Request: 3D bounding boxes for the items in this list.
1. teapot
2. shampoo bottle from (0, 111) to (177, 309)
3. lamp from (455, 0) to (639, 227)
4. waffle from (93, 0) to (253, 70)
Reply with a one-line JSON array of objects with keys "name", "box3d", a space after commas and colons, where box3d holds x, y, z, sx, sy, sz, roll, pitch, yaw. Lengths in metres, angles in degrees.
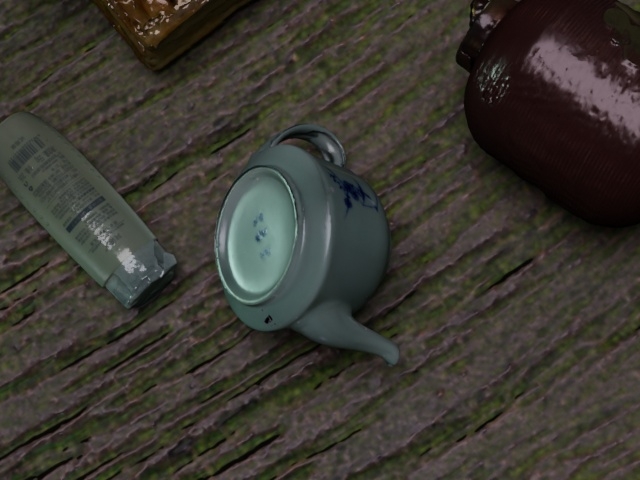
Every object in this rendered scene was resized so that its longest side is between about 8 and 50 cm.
[{"name": "teapot", "box3d": [0.000, 0.000, 1.293, 0.159, 0.159, 0.232, -14, 65, 2]}, {"name": "shampoo bottle", "box3d": [-0.218, -0.029, 1.357, 0.072, 0.049, 0.212, -40, 75, -9]}, {"name": "lamp", "box3d": [0.230, -0.118, 1.282, 0.258, 0.180, 0.180, 37, 82, 15]}, {"name": "waffle", "box3d": [-0.163, -0.333, 1.408, 0.213, 0.091, 0.308, -36, 76, -5]}]
